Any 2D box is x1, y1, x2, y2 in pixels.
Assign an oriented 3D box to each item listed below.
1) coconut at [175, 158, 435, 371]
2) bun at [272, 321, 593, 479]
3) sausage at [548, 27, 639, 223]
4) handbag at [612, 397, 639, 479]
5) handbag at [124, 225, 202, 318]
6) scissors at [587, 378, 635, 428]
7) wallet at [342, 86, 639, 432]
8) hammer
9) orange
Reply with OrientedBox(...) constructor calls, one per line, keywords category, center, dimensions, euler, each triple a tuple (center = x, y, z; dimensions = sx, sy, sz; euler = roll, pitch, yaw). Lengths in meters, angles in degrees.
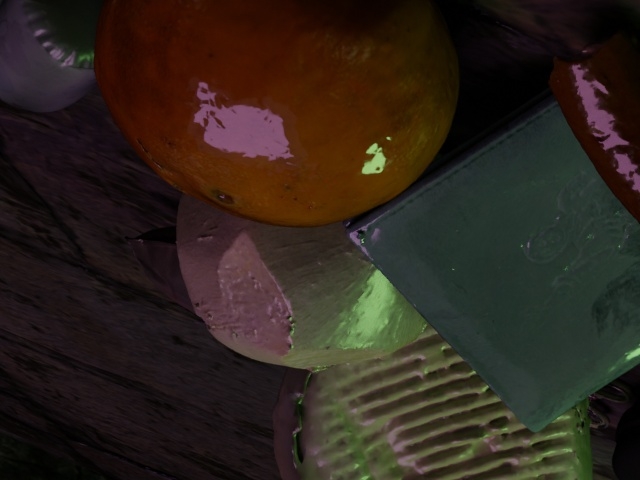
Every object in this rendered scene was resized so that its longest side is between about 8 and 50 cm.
OrientedBox(category="coconut", center=(0.000, 0.000, 1.495), dimensions=(0.245, 0.245, 0.247), euler=(37, 164, -25))
OrientedBox(category="bun", center=(0.120, 0.199, 1.763), dimensions=(0.359, 0.360, 0.211), euler=(26, -171, 0))
OrientedBox(category="sausage", center=(0.280, -0.034, 1.221), dimensions=(0.302, 0.076, 0.103), euler=(46, 142, -4))
OrientedBox(category="handbag", center=(0.450, 0.270, 1.803), dimensions=(0.253, 0.093, 0.308), euler=(13, 155, 33))
OrientedBox(category="handbag", center=(-0.079, 0.043, 1.870), dimensions=(0.270, 0.117, 0.182), euler=(2, 156, 45))
OrientedBox(category="scissors", center=(0.255, 0.154, 1.859), dimensions=(0.187, 0.020, 0.133), euler=(26, 152, 2))
OrientedBox(category="wallet", center=(0.199, 0.011, 1.374), dimensions=(0.251, 0.054, 0.290), euler=(-34, 121, 16))
OrientedBox(category="hammer", center=(-0.324, -0.255, 1.486), dimensions=(0.335, 0.119, 0.206), euler=(38, 155, -12))
OrientedBox(category="orange", center=(-0.033, -0.130, 1.266), dimensions=(0.283, 0.226, 0.284), euler=(22, 165, 6))
